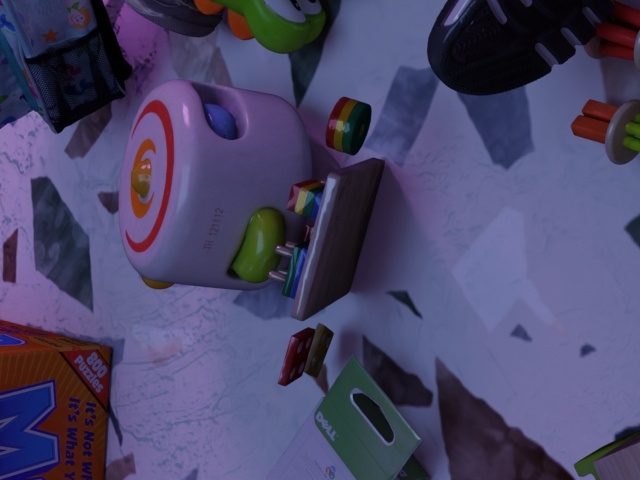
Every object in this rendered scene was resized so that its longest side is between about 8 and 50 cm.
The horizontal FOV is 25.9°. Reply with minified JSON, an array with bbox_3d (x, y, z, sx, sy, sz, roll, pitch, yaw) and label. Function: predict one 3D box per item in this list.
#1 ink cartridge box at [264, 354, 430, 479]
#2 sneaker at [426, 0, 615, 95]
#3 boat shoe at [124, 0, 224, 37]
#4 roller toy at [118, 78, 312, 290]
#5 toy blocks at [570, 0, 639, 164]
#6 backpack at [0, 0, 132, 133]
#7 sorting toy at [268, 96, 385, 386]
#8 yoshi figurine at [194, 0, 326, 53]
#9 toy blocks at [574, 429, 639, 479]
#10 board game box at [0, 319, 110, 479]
[{"bbox_3d":[0.027,0.212,1.271,0.109,0.062,0.209,51,123,32],"label":"ink cartridge box"},{"bbox_3d":[0.169,-0.238,1.074,0.281,0.106,0.162,-42,39,-1],"label":"sneaker"},{"bbox_3d":[-0.178,-0.372,1.427,0.130,0.132,0.355,-42,63,37],"label":"boat shoe"},{"bbox_3d":[-0.110,-0.052,1.318,0.209,0.146,0.191,-14,71,63],"label":"roller toy"},{"bbox_3d":[0.231,-0.124,1.074,0.148,0.054,0.123,27,109,41],"label":"toy blocks"},{"bbox_3d":[-0.323,-0.260,1.460,0.225,0.191,0.253,53,159,33],"label":"backpack"},{"bbox_3d":[0.000,0.000,1.245,0.046,0.132,0.274,19,105,16],"label":"sorting toy"},{"bbox_3d":[-0.081,-0.353,1.279,0.362,0.204,0.203,55,161,-7],"label":"yoshi figurine"},{"bbox_3d":[0.364,0.198,0.882,0.381,0.191,0.260,-34,78,40],"label":"toy blocks"},{"bbox_3d":[-0.495,0.277,1.583,0.357,0.356,0.356,8,95,44],"label":"board game box"}]
